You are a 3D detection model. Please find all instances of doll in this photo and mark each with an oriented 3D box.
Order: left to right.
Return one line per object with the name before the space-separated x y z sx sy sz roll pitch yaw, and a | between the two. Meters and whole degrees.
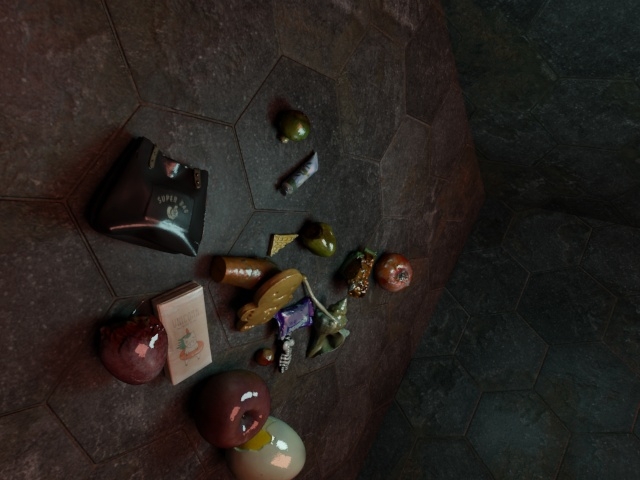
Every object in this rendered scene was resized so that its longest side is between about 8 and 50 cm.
doll | -0.165 0.508 1.933 0.091 0.067 0.219 -18 118 -52

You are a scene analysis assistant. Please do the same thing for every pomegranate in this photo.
pomegranate | -0.101 -0.428 1.566 0.130 0.130 0.130 -26 125 -45

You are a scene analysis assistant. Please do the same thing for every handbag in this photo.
handbag | -0.458 -0.118 1.216 0.342 0.152 0.287 26 72 -55

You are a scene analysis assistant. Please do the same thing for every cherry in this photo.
cherry | -0.551 0.335 1.262 0.192 0.175 0.249 -44 136 -52

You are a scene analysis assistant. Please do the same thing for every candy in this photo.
candy | -0.118 0.350 1.910 0.275 0.070 0.145 -13 105 -52

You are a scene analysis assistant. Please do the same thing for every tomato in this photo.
tomato | 0.422 0.188 2.458 0.232 0.188 0.231 -5 107 -17

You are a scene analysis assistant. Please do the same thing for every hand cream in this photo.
hand cream | -0.081 -0.270 1.717 0.256 0.055 0.088 -50 144 -37

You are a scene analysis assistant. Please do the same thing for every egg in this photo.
egg | -0.234 0.909 1.803 0.283 0.346 0.282 -162 -90 -89

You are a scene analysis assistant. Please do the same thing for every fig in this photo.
fig | 0.000 0.000 1.858 0.144 0.154 0.165 -33 100 9

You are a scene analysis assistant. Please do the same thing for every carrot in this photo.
carrot | -0.264 0.127 1.580 0.302 0.139 0.138 8 99 -52

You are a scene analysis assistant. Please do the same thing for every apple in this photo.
apple | -0.341 0.636 1.617 0.306 0.235 0.305 -21 119 -45

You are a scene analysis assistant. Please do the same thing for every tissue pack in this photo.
tissue pack | -0.471 0.318 1.442 0.170 0.071 0.324 -24 124 -43

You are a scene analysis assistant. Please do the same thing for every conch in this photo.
conch | 0.047 0.439 2.107 0.385 0.203 0.169 -65 178 33

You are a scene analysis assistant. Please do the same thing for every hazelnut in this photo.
hazelnut | -0.243 0.513 1.829 0.086 0.086 0.085 -26 125 -45

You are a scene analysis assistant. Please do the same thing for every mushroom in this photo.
mushroom | -0.017 0.274 1.959 0.043 0.068 0.306 -36 109 -6

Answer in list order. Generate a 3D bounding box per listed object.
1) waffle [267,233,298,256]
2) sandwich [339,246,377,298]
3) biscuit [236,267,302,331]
waffle | -0.156 0.018 1.762 0.153 0.024 0.097 -4 109 -53
sandwich | 0.175 0.179 2.154 0.301 0.162 0.250 -61 171 -69
biscuit | -0.194 0.239 1.644 0.275 0.052 0.354 -11 146 -52
